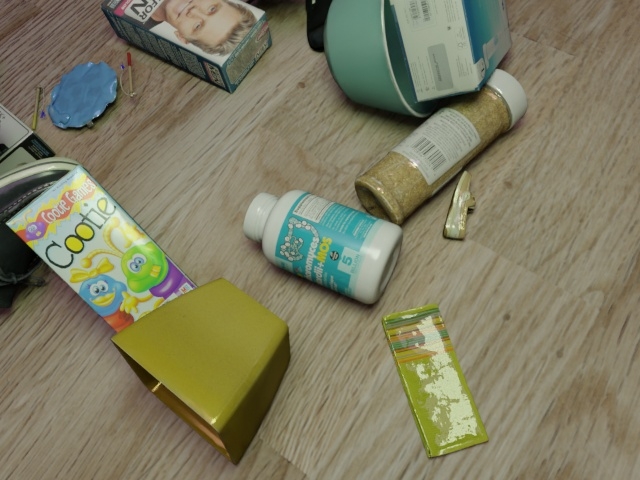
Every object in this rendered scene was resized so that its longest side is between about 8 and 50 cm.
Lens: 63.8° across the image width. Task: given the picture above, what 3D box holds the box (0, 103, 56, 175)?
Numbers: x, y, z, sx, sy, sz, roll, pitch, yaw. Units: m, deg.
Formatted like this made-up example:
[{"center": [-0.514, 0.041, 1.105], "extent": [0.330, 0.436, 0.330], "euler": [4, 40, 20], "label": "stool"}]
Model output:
[{"center": [-0.748, -0.154, 1.104], "extent": [0.169, 0.087, 0.290], "euler": [37, 74, 21], "label": "box"}]

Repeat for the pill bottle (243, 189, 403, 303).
[{"center": [0.000, 0.000, 0.906], "extent": [0.264, 0.146, 0.146], "euler": [21, 69, 17], "label": "pill bottle"}]

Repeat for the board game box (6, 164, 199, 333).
[{"center": [-0.352, 0.032, 0.872], "extent": [0.142, 0.144, 0.275], "euler": [-44, 98, -13], "label": "board game box"}]

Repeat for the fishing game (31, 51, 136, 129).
[{"center": [-0.545, -0.333, 1.191], "extent": [0.264, 0.041, 0.189], "euler": [-18, 64, 8], "label": "fishing game"}]

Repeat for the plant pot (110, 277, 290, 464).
[{"center": [-0.160, 0.190, 0.815], "extent": [0.212, 0.212, 0.187], "euler": [33, 61, 20], "label": "plant pot"}]

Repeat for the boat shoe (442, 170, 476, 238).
[{"center": [0.265, -0.064, 0.960], "extent": [0.045, 0.050, 0.135], "euler": [17, 78, 11], "label": "boat shoe"}]

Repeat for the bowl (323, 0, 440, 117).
[{"center": [0.120, -0.392, 1.018], "extent": [0.163, 0.311, 0.311], "euler": [1, 63, 34], "label": "bowl"}]

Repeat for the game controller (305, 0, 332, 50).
[{"center": [0.038, -0.590, 1.207], "extent": [0.167, 0.067, 0.318], "euler": [-21, 57, 36], "label": "game controller"}]

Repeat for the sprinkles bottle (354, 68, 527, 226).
[{"center": [0.228, -0.177, 0.974], "extent": [0.355, 0.121, 0.121], "euler": [-40, 67, -12], "label": "sprinkles bottle"}]

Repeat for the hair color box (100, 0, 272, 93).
[{"center": [-0.305, -0.497, 1.183], "extent": [0.348, 0.105, 0.173], "euler": [29, 74, 13], "label": "hair color box"}]

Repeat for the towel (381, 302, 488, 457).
[{"center": [0.184, 0.222, 0.848], "extent": [0.102, 0.021, 0.237], "euler": [-17, 64, 0], "label": "towel"}]

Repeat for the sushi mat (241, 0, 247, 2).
[{"center": [-0.237, -0.637, 1.305], "extent": [0.317, 0.019, 0.151], "euler": [-40, 68, -12], "label": "sushi mat"}]

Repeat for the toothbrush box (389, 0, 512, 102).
[{"center": [0.253, -0.416, 0.957], "extent": [0.126, 0.216, 0.295], "euler": [-1, 33, 35], "label": "toothbrush box"}]

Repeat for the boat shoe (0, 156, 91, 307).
[{"center": [-0.611, 0.047, 0.946], "extent": [0.500, 0.187, 0.156], "euler": [-42, 69, -6], "label": "boat shoe"}]
